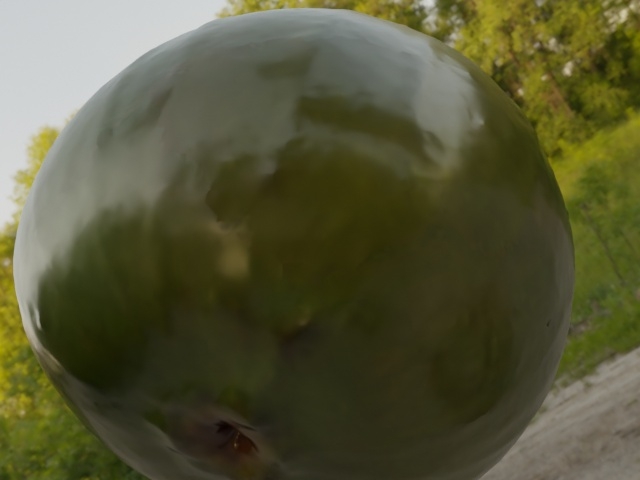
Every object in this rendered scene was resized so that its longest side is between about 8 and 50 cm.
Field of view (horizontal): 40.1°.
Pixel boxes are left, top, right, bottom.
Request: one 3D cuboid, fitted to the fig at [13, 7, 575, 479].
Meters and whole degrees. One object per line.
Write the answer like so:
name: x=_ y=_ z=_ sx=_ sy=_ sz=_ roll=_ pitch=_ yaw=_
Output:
fig: x=0.000 y=0.000 z=0.512 sx=0.316 sy=0.316 sz=0.316 roll=-34 pitch=-1 yaw=-1
